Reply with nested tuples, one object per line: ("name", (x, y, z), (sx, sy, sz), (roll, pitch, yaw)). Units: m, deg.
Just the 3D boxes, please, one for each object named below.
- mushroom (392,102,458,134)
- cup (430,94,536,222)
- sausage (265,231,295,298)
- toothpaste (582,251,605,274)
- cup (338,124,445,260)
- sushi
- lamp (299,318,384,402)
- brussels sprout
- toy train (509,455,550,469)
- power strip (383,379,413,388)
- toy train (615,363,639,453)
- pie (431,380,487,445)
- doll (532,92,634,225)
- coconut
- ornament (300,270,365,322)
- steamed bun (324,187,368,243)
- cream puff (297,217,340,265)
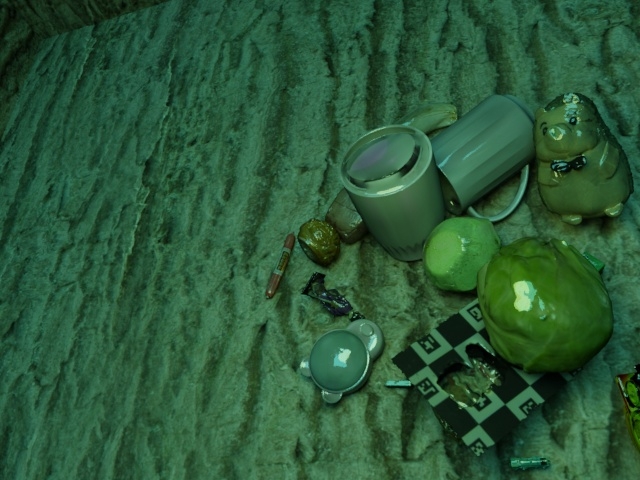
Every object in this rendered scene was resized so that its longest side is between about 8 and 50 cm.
("mushroom", (0.304, -0.364, 1.874), (0.351, 0.095, 0.123), (-33, 74, -1))
("cup", (0.498, -0.230, 1.648), (0.326, 0.237, 0.323), (-35, 84, -4))
("sausage", (-0.127, 0.078, 1.783), (0.034, 0.034, 0.253), (6, 61, 23))
("toothpaste", (0.633, 0.144, 1.453), (0.266, 0.050, 0.065), (-43, 56, -9))
("cup", (0.220, -0.125, 1.566), (0.253, 0.372, 0.254), (-12, 52, 16))
("sushi", (0.396, 0.328, 1.359), (0.373, 0.100, 0.296), (-29, 57, -25))
("lamp", (0.068, 0.314, 1.518), (0.246, 0.108, 0.179), (-41, 59, -9))
("brussels sprout", (0.517, 0.154, 1.298), (0.327, 0.247, 0.328), (15, 46, -16))
("toy train", (0.484, 0.514, 1.279), (0.092, 0.045, 0.029), (-10, 59, 17))
("power strip", (0.207, 0.383, 1.473), (0.083, 0.027, 0.017), (-5, 58, 19))
("toy train", (0.725, 0.420, 1.183), (0.100, 0.161, 0.297), (-9, 59, 4))
("pie", (0.364, 0.410, 1.371), (0.163, 0.079, 0.193), (-29, 52, -15))
("doll", (0.691, -0.221, 1.488), (0.247, 0.247, 0.350), (-16, 96, 10))
("coconut", (0.395, 0.042, 1.516), (0.204, 0.235, 0.236), (-14, 51, 44))
("ornament", (0.039, 0.189, 1.629), (0.203, 0.088, 0.081), (42, 99, 23))
("steamed bun", (0.109, -0.082, 1.760), (0.144, 0.106, 0.175), (39, 92, 29))
("cream puff", (0.000, 0.000, 1.712), (0.115, 0.150, 0.165), (-40, 11, -15))
